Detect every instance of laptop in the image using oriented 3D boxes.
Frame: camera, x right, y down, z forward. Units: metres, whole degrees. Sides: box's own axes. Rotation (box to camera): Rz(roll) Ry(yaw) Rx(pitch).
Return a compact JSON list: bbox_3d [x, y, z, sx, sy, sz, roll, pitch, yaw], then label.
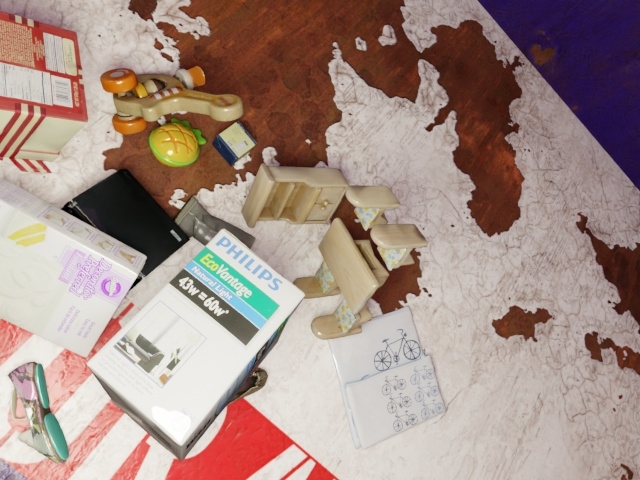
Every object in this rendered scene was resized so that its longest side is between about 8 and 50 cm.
[{"bbox_3d":[-0.494,0.008,1.215,0.264,0.136,0.234,-40,97,11],"label":"laptop"}]

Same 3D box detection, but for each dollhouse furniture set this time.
[{"bbox_3d":[0.000,0.000,1.326,0.256,0.362,0.394,-3,50,-34],"label":"dollhouse furniture set"}]

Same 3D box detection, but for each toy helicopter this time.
[{"bbox_3d":[-0.343,-0.358,1.298,0.354,0.140,0.235,15,42,18],"label":"toy helicopter"}]

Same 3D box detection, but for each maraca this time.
[{"bbox_3d":[-0.369,-0.257,1.353,0.127,0.099,0.186,37,37,-12],"label":"maraca"}]

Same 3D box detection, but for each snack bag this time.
[{"bbox_3d":[0.193,0.378,1.504,0.322,0.037,0.343,-11,81,-29],"label":"snack bag"}]

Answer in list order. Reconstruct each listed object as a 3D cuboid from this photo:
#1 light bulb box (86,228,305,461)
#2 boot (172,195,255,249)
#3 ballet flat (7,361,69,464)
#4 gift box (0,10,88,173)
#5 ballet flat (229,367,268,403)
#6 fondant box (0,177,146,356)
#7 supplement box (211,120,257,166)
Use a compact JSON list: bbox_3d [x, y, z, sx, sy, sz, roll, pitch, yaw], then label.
[{"bbox_3d":[-0.252,0.231,1.103,0.225,0.358,0.361,38,61,6],"label":"light bulb box"},{"bbox_3d":[-0.291,0.008,1.340,0.208,0.076,0.190,42,63,-19],"label":"boot"},{"bbox_3d":[-0.593,0.366,1.082,0.079,0.077,0.222,-21,81,-12],"label":"ballet flat"},{"bbox_3d":[-0.653,-0.305,1.129,0.276,0.258,0.255,7,70,-47],"label":"gift box"},{"bbox_3d":[-0.238,0.372,1.266,0.249,0.058,0.084,-16,83,-30],"label":"ballet flat"},{"bbox_3d":[-0.573,0.062,1.083,0.330,0.096,0.238,31,105,-18],"label":"fondant box"},{"bbox_3d":[-0.238,-0.268,1.443,0.083,0.056,0.083,50,60,-7],"label":"supplement box"}]
